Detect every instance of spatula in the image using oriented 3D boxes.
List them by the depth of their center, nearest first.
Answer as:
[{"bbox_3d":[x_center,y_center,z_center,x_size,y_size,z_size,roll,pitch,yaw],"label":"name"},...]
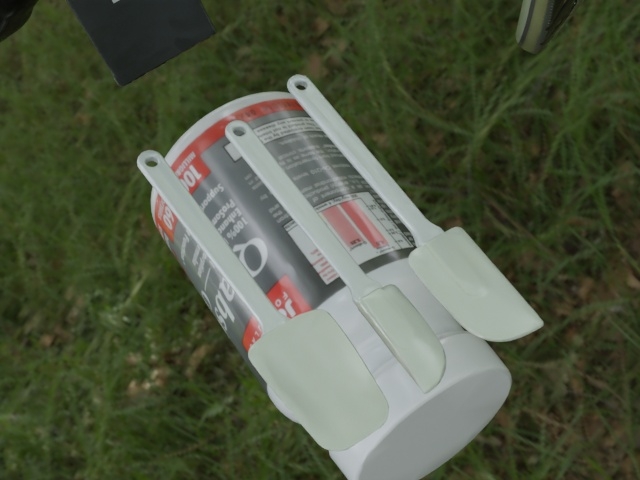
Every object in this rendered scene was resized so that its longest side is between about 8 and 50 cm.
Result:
[{"bbox_3d":[0.000,0.000,0.671,0.168,0.019,0.242,-30,65,-21],"label":"spatula"}]

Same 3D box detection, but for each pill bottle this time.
[{"bbox_3d":[0.006,0.044,1.037,0.210,0.210,0.363,-44,59,11],"label":"pill bottle"}]

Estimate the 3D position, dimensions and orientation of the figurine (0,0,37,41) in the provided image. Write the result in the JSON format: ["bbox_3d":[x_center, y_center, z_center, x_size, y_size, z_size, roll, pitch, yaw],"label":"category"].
[{"bbox_3d":[-0.270,-0.306,1.009,0.209,0.092,0.215,-8,76,40],"label":"figurine"}]

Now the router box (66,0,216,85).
[{"bbox_3d":[-0.197,-0.287,0.718,0.081,0.309,0.243,-30,43,-2],"label":"router box"}]

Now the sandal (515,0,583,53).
[{"bbox_3d":[0.133,-0.243,0.643,0.086,0.303,0.120,27,64,30],"label":"sandal"}]
